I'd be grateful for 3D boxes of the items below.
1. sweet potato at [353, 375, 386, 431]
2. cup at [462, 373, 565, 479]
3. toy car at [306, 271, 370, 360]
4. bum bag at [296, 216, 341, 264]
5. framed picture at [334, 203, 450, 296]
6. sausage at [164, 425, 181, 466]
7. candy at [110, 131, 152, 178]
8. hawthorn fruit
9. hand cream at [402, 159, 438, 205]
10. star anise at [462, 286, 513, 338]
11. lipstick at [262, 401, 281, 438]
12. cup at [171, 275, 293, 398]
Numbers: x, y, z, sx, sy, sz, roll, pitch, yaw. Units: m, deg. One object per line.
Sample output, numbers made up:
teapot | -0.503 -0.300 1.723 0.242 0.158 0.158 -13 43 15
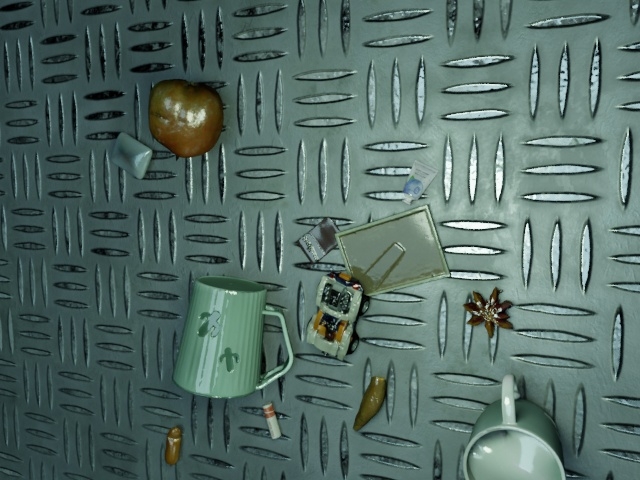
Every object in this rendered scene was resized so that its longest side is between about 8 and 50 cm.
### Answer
sweet potato | 0.176 0.569 1.788 0.077 0.077 0.243 23 110 20
cup | 0.561 0.561 1.507 0.259 0.274 0.356 -4 93 23
toy car | 0.050 0.251 1.774 0.193 0.118 0.301 24 113 26
bum bag | 0.000 0.000 1.824 0.159 0.026 0.109 -40 81 20
framed picture | 0.235 0.045 1.724 0.335 0.022 0.247 -18 92 23
sausage | -0.617 0.857 2.167 0.062 0.054 0.183 5 97 -9
candy | -0.766 -0.344 2.095 0.174 0.071 0.138 31 107 17
hawthorn fruit | -0.484 -0.424 1.866 0.268 0.268 0.301 19 112 20
hand cream | 0.308 -0.181 1.665 0.084 0.053 0.142 30 96 19
star anise | 0.522 0.226 1.606 0.168 0.057 0.168 2 95 23
lipstick | -0.185 0.683 1.969 0.038 0.038 0.130 -18 88 24
cup | -0.314 0.348 1.888 0.310 0.401 0.392 17 99 55
